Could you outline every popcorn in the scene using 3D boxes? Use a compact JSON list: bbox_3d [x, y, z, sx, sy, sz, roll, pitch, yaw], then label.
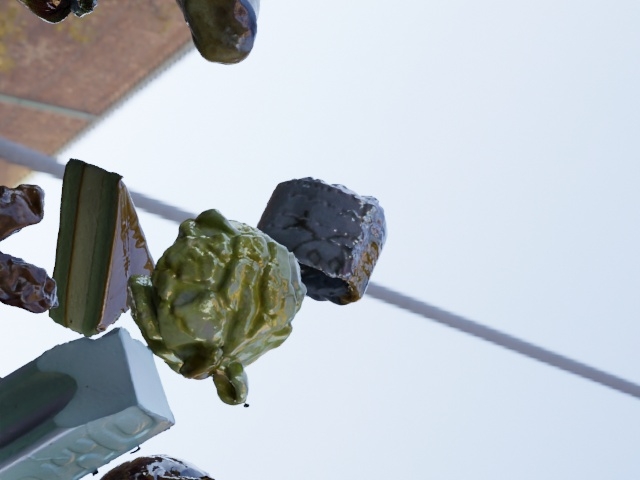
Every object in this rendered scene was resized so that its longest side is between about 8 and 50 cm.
[{"bbox_3d":[-0.082,0.047,0.982,0.136,0.141,0.162,-19,-127,17],"label":"popcorn"}]

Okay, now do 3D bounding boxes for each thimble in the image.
[{"bbox_3d":[-0.003,-0.001,1.422,0.127,0.151,0.117,78,32,-61],"label":"thimble"}]

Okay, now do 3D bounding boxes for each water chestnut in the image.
[{"bbox_3d":[-0.211,0.402,1.689,0.238,0.224,0.223,-34,-128,21],"label":"water chestnut"}]

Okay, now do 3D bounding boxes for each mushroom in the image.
[{"bbox_3d":[-0.133,-0.307,1.337,0.333,0.087,0.107,-116,-166,-49],"label":"mushroom"}]

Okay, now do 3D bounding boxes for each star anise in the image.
[{"bbox_3d":[-0.273,0.009,0.888,0.111,0.196,0.212,2,-138,22],"label":"star anise"}]

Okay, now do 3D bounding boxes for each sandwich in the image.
[{"bbox_3d":[-0.250,0.010,1.290,0.079,0.163,0.113,19,-125,22],"label":"sandwich"}]

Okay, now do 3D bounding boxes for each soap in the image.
[{"bbox_3d":[-0.258,0.178,1.147,0.231,0.145,0.091,-30,-112,0],"label":"soap"}]

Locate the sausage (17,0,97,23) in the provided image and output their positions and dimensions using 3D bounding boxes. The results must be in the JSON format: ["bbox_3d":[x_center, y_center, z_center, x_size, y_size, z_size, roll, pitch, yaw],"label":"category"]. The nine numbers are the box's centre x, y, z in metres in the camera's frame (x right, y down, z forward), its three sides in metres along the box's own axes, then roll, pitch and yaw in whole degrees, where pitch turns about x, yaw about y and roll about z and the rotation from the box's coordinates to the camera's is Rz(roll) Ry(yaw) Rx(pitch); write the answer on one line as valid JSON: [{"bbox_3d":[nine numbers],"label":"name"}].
[{"bbox_3d":[-0.324,-0.298,1.099,0.372,0.082,0.082,37,-66,27],"label":"sausage"}]

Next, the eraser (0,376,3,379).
[{"bbox_3d":[-0.429,0.260,1.318,0.210,0.274,0.092,21,-51,33],"label":"eraser"}]
